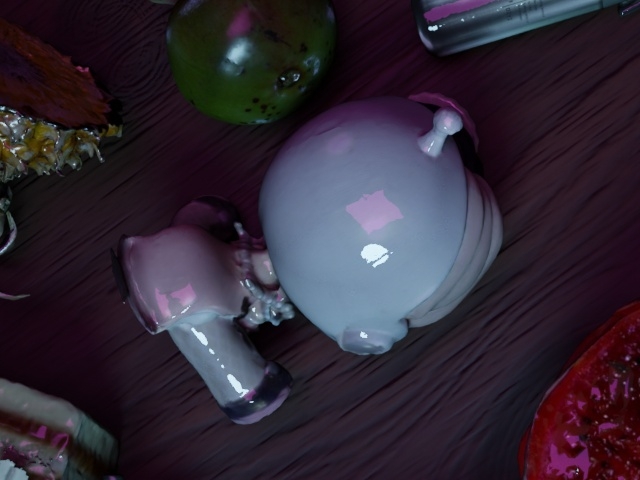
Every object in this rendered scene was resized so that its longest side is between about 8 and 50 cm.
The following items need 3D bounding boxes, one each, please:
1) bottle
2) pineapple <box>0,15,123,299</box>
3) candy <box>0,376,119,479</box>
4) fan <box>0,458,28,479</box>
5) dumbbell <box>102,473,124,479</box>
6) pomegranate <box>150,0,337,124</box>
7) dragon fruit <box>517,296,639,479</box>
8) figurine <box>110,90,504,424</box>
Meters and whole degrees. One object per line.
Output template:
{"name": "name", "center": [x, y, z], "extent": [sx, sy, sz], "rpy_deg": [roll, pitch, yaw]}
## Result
{"name": "bottle", "center": [0.222, -0.250, 1.607], "extent": [0.254, 0.079, 0.096], "rpy_deg": [-17, 114, 9]}
{"name": "pineapple", "center": [-0.372, -0.074, 1.651], "extent": [0.262, 0.262, 0.271], "rpy_deg": [37, 112, 16]}
{"name": "candy", "center": [-0.370, 0.194, 1.589], "extent": [0.321, 0.179, 0.135], "rpy_deg": [15, 76, 15]}
{"name": "fan", "center": [-0.367, 0.395, 1.473], "extent": [0.233, 0.012, 0.414], "rpy_deg": [30, 94, 21]}
{"name": "dumbbell", "center": [-0.187, 0.383, 1.486], "extent": [0.143, 0.143, 0.325], "rpy_deg": [-5, 85, 11]}
{"name": "pomegranate", "center": [-0.089, -0.224, 1.625], "extent": [0.181, 0.181, 0.224], "rpy_deg": [-45, 59, 1]}
{"name": "dragon fruit", "center": [0.341, 0.244, 1.402], "extent": [0.371, 0.249, 0.386], "rpy_deg": [-24, 79, -9]}
{"name": "figurine", "center": [0.004, 0.009, 1.531], "extent": [0.361, 0.211, 0.253], "rpy_deg": [-24, 75, 8]}
